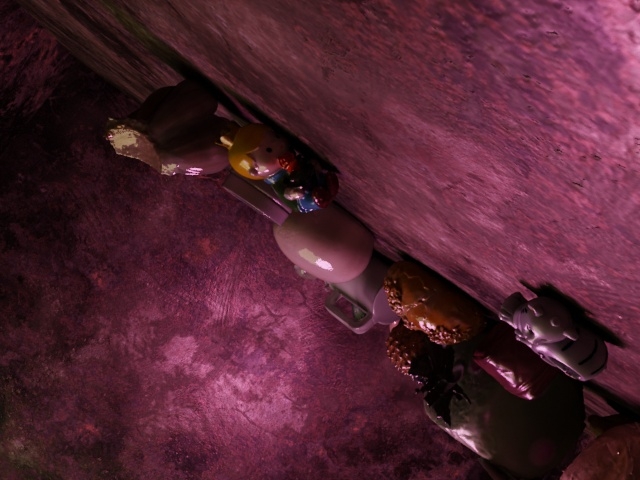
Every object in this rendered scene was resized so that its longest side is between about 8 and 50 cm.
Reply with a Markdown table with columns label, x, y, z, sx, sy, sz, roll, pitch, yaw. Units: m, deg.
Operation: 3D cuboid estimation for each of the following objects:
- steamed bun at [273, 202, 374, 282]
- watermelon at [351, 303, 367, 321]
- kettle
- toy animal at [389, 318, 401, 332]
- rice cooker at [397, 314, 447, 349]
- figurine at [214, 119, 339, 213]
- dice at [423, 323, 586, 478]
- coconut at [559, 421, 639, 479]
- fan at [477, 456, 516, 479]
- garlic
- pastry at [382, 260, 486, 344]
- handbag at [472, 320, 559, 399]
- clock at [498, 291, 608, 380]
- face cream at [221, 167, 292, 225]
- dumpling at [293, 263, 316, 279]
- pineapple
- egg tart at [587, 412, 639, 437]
| label | x | y | z | sx | sy | sz | roll | pitch | yaw |
| --- | --- | --- | --- | --- | --- | --- | --- | --- | --- |
| steamed bun | 0.000 | 0.000 | 1.590 | 0.324 | 0.206 | 0.324 | 36 | 178 | 1 |
| watermelon | 0.278 | 0.180 | 2.214 | 0.283 | 0.292 | 0.250 | -20 | 85 | 58 |
| kettle | 0.151 | 0.163 | 1.942 | 0.265 | 0.205 | 0.318 | -16 | -149 | -31 |
| toy animal | 0.371 | 0.307 | 2.031 | 0.166 | 0.250 | 0.154 | 30 | 133 | 33 |
| rice cooker | 0.365 | 0.297 | 1.787 | 0.227 | 0.241 | 0.280 | 31 | 132 | 4 |
| figurine | -0.085 | -0.153 | 1.048 | 0.234 | 0.127 | 0.185 | 49 | 167 | -26 |
| dice | 0.515 | 0.445 | 1.514 | 0.318 | 0.330 | 0.322 | 32 | 177 | -12 |
| coconut | 0.694 | 0.578 | 1.078 | 0.404 | 0.404 | 0.404 | 36 | 177 | 2 |
| fan | 0.543 | 0.675 | 1.290 | 0.233 | 0.012 | 0.414 | 33 | -174 | -33 |
| garlic | -0.303 | -0.236 | 1.159 | 0.237 | 0.292 | 0.210 | -10 | 110 | 41 |
| pastry | 0.304 | 0.187 | 1.489 | 0.311 | 0.162 | 0.255 | 34 | 174 | 23 |
| handbag | 0.424 | 0.246 | 1.135 | 0.135 | 0.146 | 0.225 | 39 | 176 | 12 |
| clock | 0.374 | 0.150 | 0.822 | 0.176 | 0.080 | 0.117 | 38 | 176 | 0 |
| face cream | -0.126 | -0.144 | 1.280 | 0.177 | 0.153 | 0.177 | 34 | 178 | 1 |
| dumpling | -0.010 | 0.030 | 1.902 | 0.270 | 0.320 | 0.212 | 29 | 140 | -33 |
| pineapple | 0.309 | 0.358 | 1.499 | 0.165 | 0.165 | 0.364 | 37 | -177 | -20 |
| egg tart | 0.838 | 0.539 | 1.376 | 0.291 | 0.107 | 0.291 | 33 | -172 | -5 |
